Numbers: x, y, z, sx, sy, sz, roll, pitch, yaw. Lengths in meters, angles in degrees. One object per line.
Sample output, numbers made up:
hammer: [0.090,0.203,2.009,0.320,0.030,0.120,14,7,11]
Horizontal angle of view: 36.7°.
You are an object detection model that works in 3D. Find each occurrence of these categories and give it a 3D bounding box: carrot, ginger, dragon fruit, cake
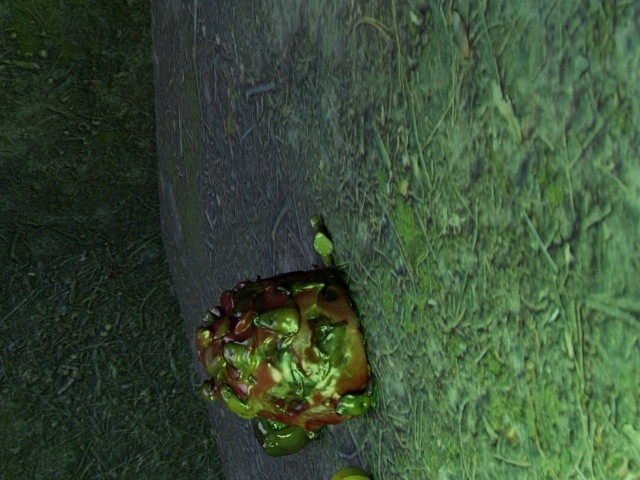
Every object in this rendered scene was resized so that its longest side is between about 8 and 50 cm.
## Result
carrot: [-0.081,0.399,2.089,0.302,0.138,0.139,106,151,-80]
ginger: [0.000,0.001,1.657,0.048,0.030,0.097,125,130,-72]
dragon fruit: [-0.084,0.205,1.665,0.314,0.262,0.296,154,102,-75]
cake: [0.055,0.440,1.693,0.044,0.084,0.084,-116,19,-63]

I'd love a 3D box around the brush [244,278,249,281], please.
brush: [-0.207,0.169,2.598,0.272,0.013,0.103,111,144,-63]
